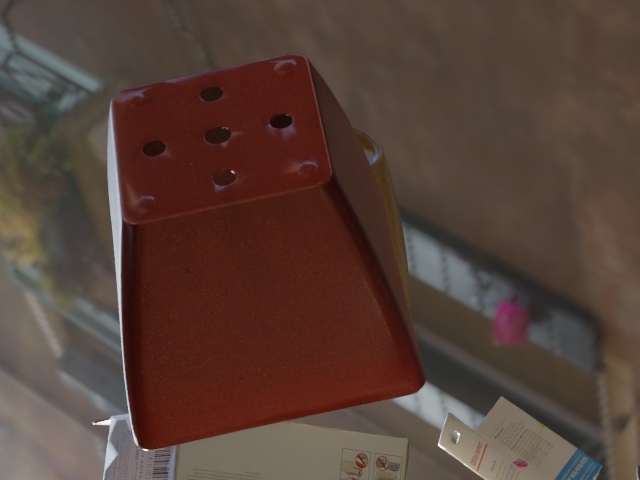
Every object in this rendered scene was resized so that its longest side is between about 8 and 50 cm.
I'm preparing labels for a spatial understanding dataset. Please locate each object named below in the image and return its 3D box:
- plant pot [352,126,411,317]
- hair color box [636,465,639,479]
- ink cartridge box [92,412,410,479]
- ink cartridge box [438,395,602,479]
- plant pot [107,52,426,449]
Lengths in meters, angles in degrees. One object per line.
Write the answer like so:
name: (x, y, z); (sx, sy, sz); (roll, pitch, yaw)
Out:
plant pot: (0.000, 0.000, 2.156); (0.237, 0.237, 0.254); (-30, -44, -41)
hair color box: (0.543, 0.325, 2.101); (0.105, 0.347, 0.174); (26, -122, -67)
ink cartridge box: (-0.094, 0.287, 2.248); (0.309, 0.272, 0.130); (11, -103, -28)
ink cartridge box: (0.233, 0.253, 2.197); (0.061, 0.181, 0.104); (-49, -16, -25)
plant pot: (-0.071, -0.010, 1.668); (0.267, 0.267, 0.236); (-13, -46, 1)
